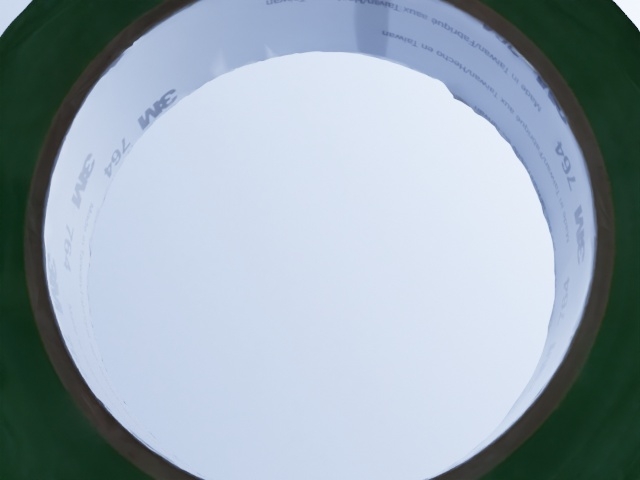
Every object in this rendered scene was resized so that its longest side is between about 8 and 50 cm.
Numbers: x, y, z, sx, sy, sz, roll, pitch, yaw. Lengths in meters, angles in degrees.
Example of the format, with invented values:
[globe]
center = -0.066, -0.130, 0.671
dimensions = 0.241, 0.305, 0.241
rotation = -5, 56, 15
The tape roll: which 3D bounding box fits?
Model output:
[tape roll]
center = 0.000, 0.000, 0.402
dimensions = 0.321, 0.077, 0.321
rotation = 0, -107, 1
